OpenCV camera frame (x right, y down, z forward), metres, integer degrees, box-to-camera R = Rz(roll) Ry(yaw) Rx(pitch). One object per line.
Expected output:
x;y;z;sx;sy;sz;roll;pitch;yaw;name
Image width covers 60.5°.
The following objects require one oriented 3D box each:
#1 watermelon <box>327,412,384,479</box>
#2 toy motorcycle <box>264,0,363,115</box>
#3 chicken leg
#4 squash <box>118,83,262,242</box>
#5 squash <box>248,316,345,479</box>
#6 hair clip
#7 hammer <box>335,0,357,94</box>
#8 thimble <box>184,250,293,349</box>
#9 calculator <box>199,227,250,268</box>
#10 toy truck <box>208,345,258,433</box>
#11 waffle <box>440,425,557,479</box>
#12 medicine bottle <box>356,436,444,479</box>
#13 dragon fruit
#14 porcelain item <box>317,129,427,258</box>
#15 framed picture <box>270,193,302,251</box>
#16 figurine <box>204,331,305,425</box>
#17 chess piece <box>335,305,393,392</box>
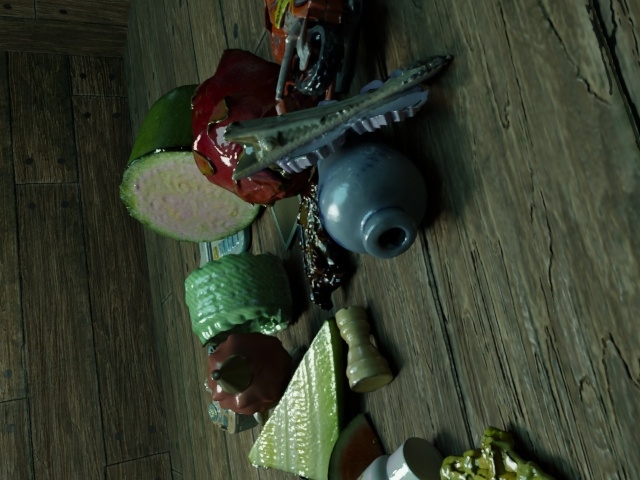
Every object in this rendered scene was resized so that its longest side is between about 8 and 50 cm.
0.065;0.338;0.850;0.094;0.125;0.135;-2;72;36;watermelon
-0.021;-0.305;0.776;0.171;0.089;0.298;-42;46;50;toy motorcycle
0.000;0.000;0.919;0.105;0.063;0.233;-29;67;55;chicken leg
-0.286;-0.203;1.274;0.310;0.310;0.308;115;157;-47;squash
-0.030;0.259;0.963;0.203;0.111;0.288;0;99;32;squash
0.020;-0.152;0.662;0.106;0.292;0.084;-97;-16;-60;hair clip
0.060;-0.406;0.749;0.152;0.044;0.426;-126;39;-49;hammer
-0.157;0.121;1.111;0.219;0.219;0.150;-49;53;57;thimble
-0.268;-0.046;1.487;0.386;0.054;0.256;-30;67;61;calculator
-0.200;0.350;1.358;0.140;0.108;0.256;15;106;49;toy truck
0.206;0.349;0.560;0.291;0.051;0.291;17;110;62;waffle
0.073;0.371;0.750;0.260;0.095;0.095;-61;39;29;medicine bottle
-0.107;-0.191;0.924;0.250;0.250;0.315;120;161;-50;dragon fruit
0.053;-0.081;0.724;0.259;0.141;0.141;-110;28;-47;porcelain item
-0.074;-0.091;1.120;0.142;0.011;0.183;116;142;-47;framed picture
-0.121;0.255;1.005;0.387;0.207;0.166;93;167;-75;figurine
0.059;0.159;0.823;0.066;0.066;0.122;116;144;-48;chess piece
